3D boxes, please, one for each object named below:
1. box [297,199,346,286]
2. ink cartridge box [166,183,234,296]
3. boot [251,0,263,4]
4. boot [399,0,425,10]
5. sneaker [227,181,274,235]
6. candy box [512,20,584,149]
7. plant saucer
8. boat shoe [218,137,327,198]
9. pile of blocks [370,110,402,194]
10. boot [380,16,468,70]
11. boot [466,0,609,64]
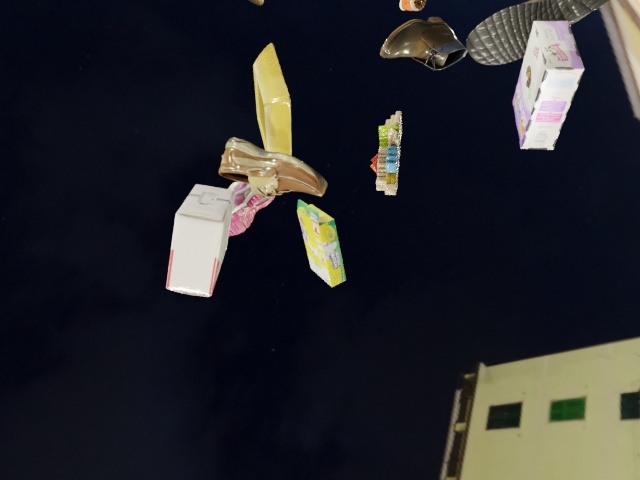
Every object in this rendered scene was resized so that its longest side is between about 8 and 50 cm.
[{"bbox_3d":[0.000,0.000,1.110,0.043,0.105,0.179,-26,-57,-19],"label":"box"},{"bbox_3d":[-0.309,-0.010,1.353,0.117,0.207,0.283,10,-161,-7],"label":"ink cartridge box"},{"bbox_3d":[-0.084,-0.437,0.737,0.077,0.165,0.213,26,-156,-26],"label":"boot"},{"bbox_3d":[0.293,-0.780,1.569,0.059,0.084,0.158,20,-87,-34],"label":"boot"},{"bbox_3d":[-0.255,-0.116,1.616,0.111,0.103,0.252,31,-119,26],"label":"sneaker"},{"bbox_3d":[0.453,-0.312,1.039,0.070,0.196,0.165,3,-127,7],"label":"candy box"},{"bbox_3d":[-0.170,-0.449,1.776,0.081,0.333,0.333,-9,-127,-9],"label":"plant saucer"},{"bbox_3d":[-0.133,-0.166,1.343,0.120,0.324,0.122,-63,-30,-7],"label":"boat shoe"},{"bbox_3d":[0.261,-0.358,2.077,0.112,0.149,0.362,2,-112,14],"label":"pile of blocks"},{"bbox_3d":[0.235,-0.429,1.138,0.219,0.082,0.106,-32,-111,-31],"label":"boot"},{"bbox_3d":[0.516,-0.516,1.227,0.118,0.338,0.223,67,-162,-10],"label":"boot"}]
